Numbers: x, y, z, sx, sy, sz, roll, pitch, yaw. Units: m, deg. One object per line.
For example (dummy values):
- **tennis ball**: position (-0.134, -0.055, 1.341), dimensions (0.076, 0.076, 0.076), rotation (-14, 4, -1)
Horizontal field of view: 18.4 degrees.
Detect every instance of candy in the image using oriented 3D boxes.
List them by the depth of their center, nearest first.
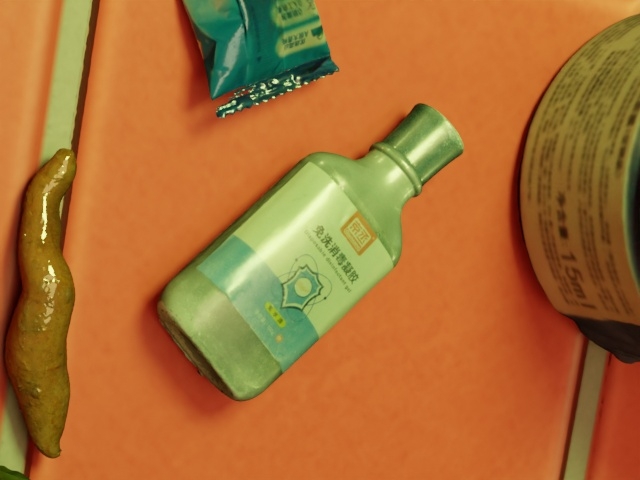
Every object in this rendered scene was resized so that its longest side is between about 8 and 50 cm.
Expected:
- **candy**: position (-0.045, -0.147, 1.140), dimensions (0.088, 0.038, 0.136), rotation (-24, 101, -25)

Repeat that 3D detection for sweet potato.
- **sweet potato**: position (-0.156, 0.037, 1.114), dimensions (0.044, 0.044, 0.179), rotation (-4, 101, -27)

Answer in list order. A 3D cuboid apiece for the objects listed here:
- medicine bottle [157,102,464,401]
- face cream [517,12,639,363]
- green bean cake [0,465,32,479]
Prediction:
- **medicine bottle**: position (0.000, 0.000, 1.181), dimensions (0.208, 0.054, 0.090), rotation (-43, 114, -15)
- **face cream**: position (0.278, -0.027, 1.227), dimensions (0.249, 0.225, 0.249), rotation (-4, 98, -27)
- **green bean cake**: position (-0.130, 0.264, 1.053), dimensions (0.156, 0.247, 0.250), rotation (-41, 116, -16)
